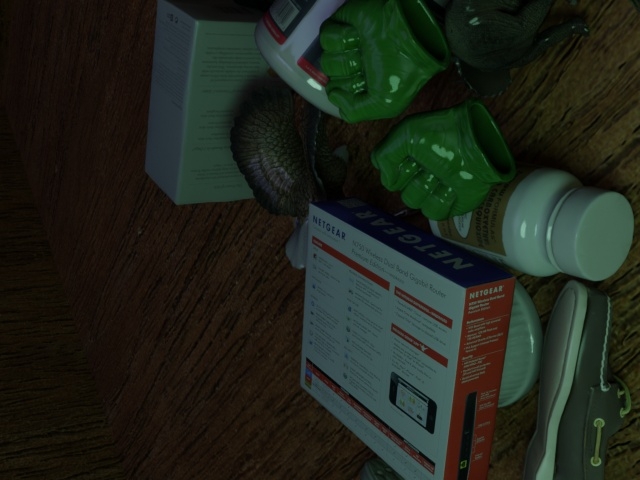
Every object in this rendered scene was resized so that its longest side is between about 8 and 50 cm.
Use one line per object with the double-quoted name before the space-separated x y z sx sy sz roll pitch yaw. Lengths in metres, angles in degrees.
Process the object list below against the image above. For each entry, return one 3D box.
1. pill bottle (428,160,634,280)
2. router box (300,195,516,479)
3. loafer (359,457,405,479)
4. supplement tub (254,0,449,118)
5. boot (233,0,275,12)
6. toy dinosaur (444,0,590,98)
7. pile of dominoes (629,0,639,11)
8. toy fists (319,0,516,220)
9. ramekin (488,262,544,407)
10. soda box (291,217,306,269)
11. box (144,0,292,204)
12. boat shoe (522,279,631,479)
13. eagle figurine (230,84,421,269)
"pill bottle" 0.250 -0.027 0.996 0.229 0.131 0.131 20 113 53
"router box" 0.097 0.133 1.101 0.335 0.082 0.301 32 125 51
"loafer" 0.157 0.474 1.262 0.319 0.112 0.111 50 127 39
"supplement tub" 0.063 -0.307 1.050 0.272 0.191 0.191 -48 54 21
"boot" -0.095 -0.463 1.482 0.121 0.099 0.045 21 161 28
"toy dinosaur" 0.207 -0.250 0.949 0.160 0.313 0.121 -35 74 13
"pile of dominoes" 0.282 -0.290 0.843 0.040 0.196 0.251 -37 61 17
"toy fists" 0.097 -0.147 0.943 0.142 0.096 0.279 -24 105 39
"ramekin" 0.194 0.137 1.137 0.207 0.109 0.207 19 113 54
"soda box" 0.000 0.000 1.451 0.061 0.058 0.181 -32 69 54
"box" -0.189 -0.261 1.543 0.168 0.215 0.345 41 129 46
"boat shoe" 0.312 0.206 0.984 0.116 0.096 0.324 -63 -21 -76
"eagle figurine" -0.013 -0.124 1.301 0.298 0.226 0.225 54 -171 -14
